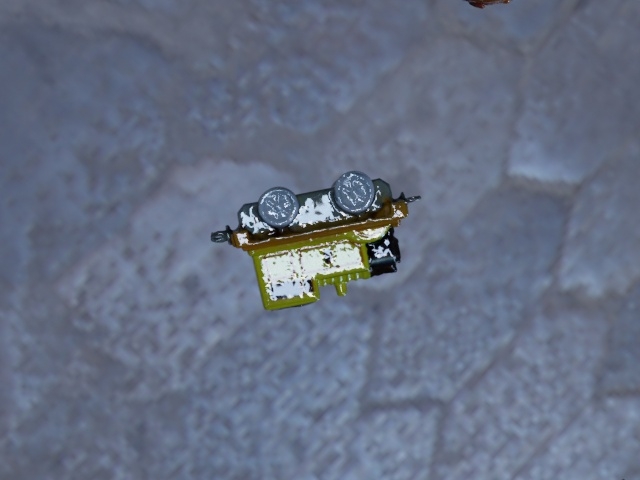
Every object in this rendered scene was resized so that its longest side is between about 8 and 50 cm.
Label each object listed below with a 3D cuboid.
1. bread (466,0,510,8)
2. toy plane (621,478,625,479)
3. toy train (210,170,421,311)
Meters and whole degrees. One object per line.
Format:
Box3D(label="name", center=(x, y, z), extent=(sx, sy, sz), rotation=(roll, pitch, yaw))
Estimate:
Box3D(label="bread", center=(0.089, -0.257, 1.347), extent=(0.095, 0.139, 0.269), rotation=(-61, 154, -6))
Box3D(label="toy plane", center=(0.125, 0.342, 1.424), extent=(0.381, 0.106, 0.155), rotation=(-55, -174, 31))
Box3D(label="toy train", center=(0.000, 0.000, 1.870), extent=(0.219, 0.127, 0.089), rotation=(-11, -179, -4))
